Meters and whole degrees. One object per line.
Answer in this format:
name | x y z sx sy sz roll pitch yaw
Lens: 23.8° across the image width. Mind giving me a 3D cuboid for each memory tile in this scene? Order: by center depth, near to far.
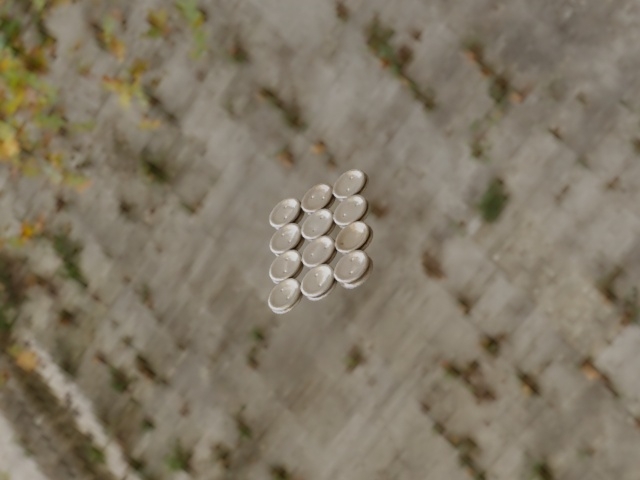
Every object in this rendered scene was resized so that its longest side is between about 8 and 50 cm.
memory tile | 0.000 0.000 1.436 0.012 0.113 0.148 48 -152 -37
